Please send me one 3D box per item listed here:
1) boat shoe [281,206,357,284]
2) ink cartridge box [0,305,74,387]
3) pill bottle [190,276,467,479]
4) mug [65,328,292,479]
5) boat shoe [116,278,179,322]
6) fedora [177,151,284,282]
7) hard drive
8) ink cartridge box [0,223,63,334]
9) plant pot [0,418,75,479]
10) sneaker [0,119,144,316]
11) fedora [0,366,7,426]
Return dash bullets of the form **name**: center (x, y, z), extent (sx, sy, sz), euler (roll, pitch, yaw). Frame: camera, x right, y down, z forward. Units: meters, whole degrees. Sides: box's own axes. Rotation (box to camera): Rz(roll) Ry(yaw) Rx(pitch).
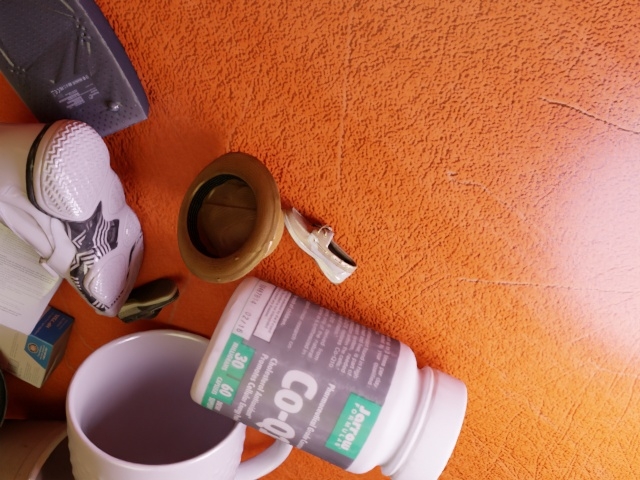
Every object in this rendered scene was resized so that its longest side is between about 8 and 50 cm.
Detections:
- **boat shoe**: center (0.000, 0.000, 1.007), extent (0.045, 0.050, 0.135), euler (-34, 111, 21)
- **ink cartridge box**: center (-0.570, 0.149, 1.272), extent (0.231, 0.078, 0.134), euler (28, 127, -3)
- **pill bottle**: center (0.014, 0.212, 1.050), extent (0.361, 0.204, 0.204), euler (24, 128, 1)
- **mug**: center (-0.225, 0.355, 1.213), extent (0.375, 0.276, 0.327), euler (-4, 130, -19)
- **boat shoe**: center (-0.279, 0.101, 1.165), extent (0.152, 0.056, 0.049), euler (-13, 124, 36)
- **fedora**: center (-0.111, -0.026, 0.979), extent (0.194, 0.194, 0.079), euler (-25, 152, 31)
- **hard drive**: center (-0.343, -0.251, 0.930), extent (0.172, 0.054, 0.254), euler (-16, 119, 27)
- **ink cartridge box**: center (-0.506, 0.011, 1.117), extent (0.223, 0.045, 0.224), euler (29, 102, -24)
- **plant pot**: center (-0.526, 0.469, 1.365), extent (0.306, 0.333, 0.333), euler (1, 125, 31)
- **sneaker**: center (-0.390, -0.036, 1.029), extent (0.210, 0.137, 0.365), euler (13, 142, 12)
- **fedora**: center (-0.714, 0.284, 1.223), extent (0.334, 0.152, 0.333), euler (2, 113, 5)
